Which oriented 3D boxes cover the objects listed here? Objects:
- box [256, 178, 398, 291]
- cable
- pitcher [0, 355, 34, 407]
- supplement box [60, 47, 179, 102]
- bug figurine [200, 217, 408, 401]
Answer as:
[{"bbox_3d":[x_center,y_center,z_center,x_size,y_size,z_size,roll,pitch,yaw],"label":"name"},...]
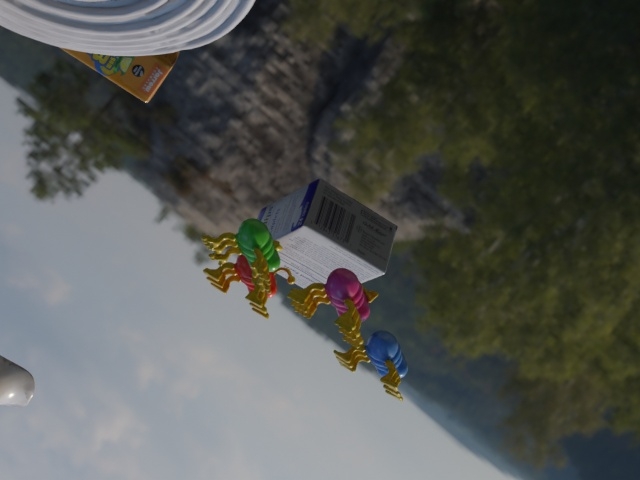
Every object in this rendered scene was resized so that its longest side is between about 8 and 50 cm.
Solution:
[{"bbox_3d":[0.000,0.000,1.517,0.126,0.072,0.137,31,149,-24],"label":"box"},{"bbox_3d":[-0.155,-0.227,0.854,0.257,0.257,0.089,34,-134,-38],"label":"cable"},{"bbox_3d":[-0.466,0.184,1.478,0.178,0.125,0.207,41,-143,2],"label":"pitcher"},{"bbox_3d":[-0.320,-0.297,1.792,0.233,0.078,0.080,31,-158,-15],"label":"supplement box"},{"bbox_3d":[-0.011,0.063,1.388,0.279,0.072,0.216,31,163,23],"label":"bug figurine"}]
